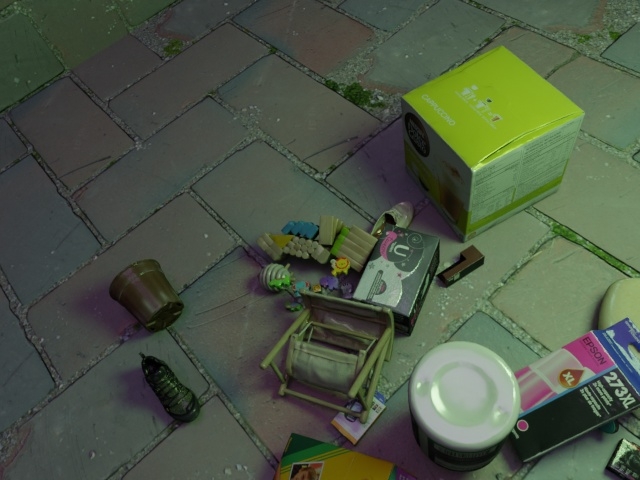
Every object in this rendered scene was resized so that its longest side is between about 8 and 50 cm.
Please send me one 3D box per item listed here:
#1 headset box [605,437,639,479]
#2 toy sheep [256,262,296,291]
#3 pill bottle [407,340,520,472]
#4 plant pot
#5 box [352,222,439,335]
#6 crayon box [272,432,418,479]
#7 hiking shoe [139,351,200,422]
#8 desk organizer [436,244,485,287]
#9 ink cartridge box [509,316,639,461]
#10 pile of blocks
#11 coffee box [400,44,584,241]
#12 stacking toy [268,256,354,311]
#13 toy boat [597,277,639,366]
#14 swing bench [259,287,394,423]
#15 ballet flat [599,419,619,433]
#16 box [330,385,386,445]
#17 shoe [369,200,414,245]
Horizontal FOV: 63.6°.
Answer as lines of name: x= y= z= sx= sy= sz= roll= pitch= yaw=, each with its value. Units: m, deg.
headset box: x=0.675 y=0.480 z=1.128 sx=0.062 sy=0.032 sz=0.083 roll=30 pitch=68 yaw=26
toy sheep: x=-0.128 y=0.107 z=1.503 sx=0.132 sy=0.091 sz=0.091 roll=-3 pitch=56 yaw=32
pill bottle: x=0.291 y=0.367 z=1.084 sx=0.205 sy=0.361 sz=0.204 roll=-5 pitch=58 yaw=8
plant pot: x=-0.498 y=0.169 z=1.505 sx=0.167 sy=0.167 sz=0.165 roll=-40 pitch=66 yaw=-14
box: x=0.209 y=0.102 z=1.400 sx=0.164 sy=0.142 sz=0.247 roll=17 pitch=63 yaw=21
crayon box: x=-0.001 y=0.613 z=1.055 sx=0.313 sy=0.106 sz=0.362 roll=-8 pitch=50 yaw=48
hiking shoe: x=-0.410 y=0.391 z=1.365 sx=0.227 sy=0.114 sz=0.086 roll=36 pitch=72 yaw=28
desk organizer: x=0.390 y=0.071 z=1.439 sx=0.130 sy=0.047 sz=0.050 roll=-31 pitch=55 yaw=-9
ink cartridge box: x=0.572 y=0.331 z=1.154 sx=0.371 sy=0.069 sz=0.175 roll=-34 pitch=56 yaw=13
pile of blocks: x=0.000 y=0.000 z=1.514 sx=0.363 sy=0.113 sz=0.148 roll=7 pitch=92 yaw=19
coffee box: x=0.461 y=-0.272 z=1.468 sx=0.339 sy=0.334 sz=0.337 roll=-28 pitch=57 yaw=-6
stacking toy: x=-0.016 y=0.124 z=1.419 sx=0.222 sy=0.167 sz=0.052 roll=-13 pitch=56 yaw=5
toy boat: x=0.827 y=0.227 z=1.207 sx=0.319 sy=0.148 sz=0.267 roll=9 pitch=55 yaw=26
swing bench: x=0.030 y=0.279 z=1.301 sx=0.254 sy=0.165 sz=0.254 roll=11 pitch=53 yaw=26
ballet flat: x=0.613 y=0.354 z=1.203 sx=0.074 sy=0.074 sz=0.203 roll=-36 pitch=53 yaw=-11
box: x=0.100 y=0.431 z=1.285 sx=0.081 sy=0.028 sz=0.136 roll=36 pitch=69 yaw=28
shoe: x=0.207 y=-0.043 z=1.541 sx=0.077 sy=0.058 sz=0.219 roll=32 pitch=70 yaw=27
